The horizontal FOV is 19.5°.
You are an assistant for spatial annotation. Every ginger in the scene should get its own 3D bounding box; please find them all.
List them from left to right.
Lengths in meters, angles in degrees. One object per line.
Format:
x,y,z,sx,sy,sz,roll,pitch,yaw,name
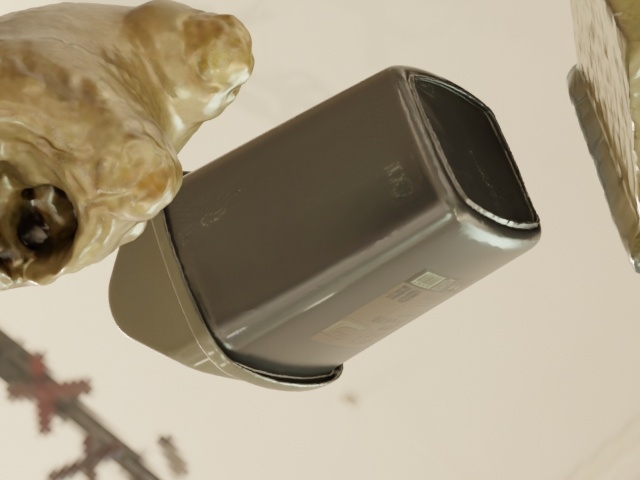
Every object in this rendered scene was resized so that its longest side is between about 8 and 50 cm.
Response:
-0.133,-0.062,0.994,0.221,0.130,0.276,-17,-161,-15,ginger

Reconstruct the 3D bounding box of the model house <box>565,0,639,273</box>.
0.399,-0.133,1.498,0.382,0.342,0.334,-12,-144,3,model house

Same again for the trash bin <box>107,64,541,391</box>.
0.000,0.000,1.409,0.290,0.182,0.209,-30,158,22,trash bin
